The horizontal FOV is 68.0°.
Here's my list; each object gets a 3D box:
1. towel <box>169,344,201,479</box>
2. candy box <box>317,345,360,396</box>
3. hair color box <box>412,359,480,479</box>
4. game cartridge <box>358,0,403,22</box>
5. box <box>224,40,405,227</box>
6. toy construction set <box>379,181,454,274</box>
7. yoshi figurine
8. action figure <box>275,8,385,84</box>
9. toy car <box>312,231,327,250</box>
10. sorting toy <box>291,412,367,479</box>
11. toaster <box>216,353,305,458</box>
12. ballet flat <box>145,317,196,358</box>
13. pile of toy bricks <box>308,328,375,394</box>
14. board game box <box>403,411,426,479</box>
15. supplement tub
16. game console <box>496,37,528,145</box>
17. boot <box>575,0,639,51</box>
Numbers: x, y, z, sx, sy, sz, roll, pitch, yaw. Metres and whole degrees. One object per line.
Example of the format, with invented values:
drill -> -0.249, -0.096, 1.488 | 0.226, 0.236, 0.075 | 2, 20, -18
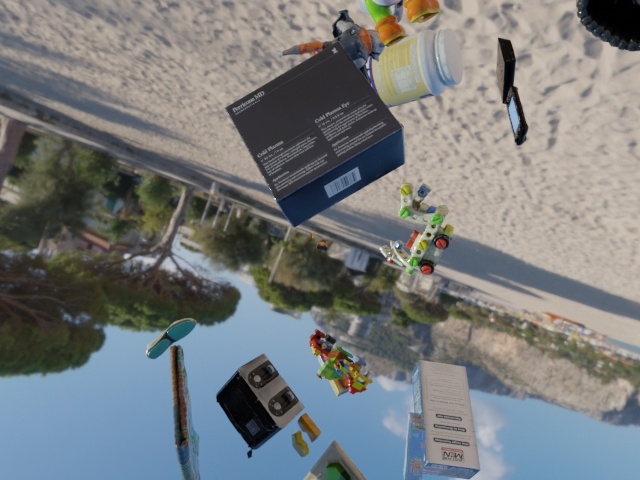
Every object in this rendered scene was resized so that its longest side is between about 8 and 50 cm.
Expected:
towel -> -0.297, 0.456, 1.074 | 0.040, 0.371, 0.272 | -8, -143, -16
candy box -> 0.077, 0.546, 1.997 | 0.109, 0.053, 0.187 | -16, -125, -22
hair color box -> 0.406, 0.586, 1.575 | 0.173, 0.348, 0.105 | 9, 136, -2
game cartridge -> 0.203, -0.922, 1.635 | 0.196, 0.060, 0.294 | 33, 150, 28
box -> -0.010, -0.266, 1.207 | 0.313, 0.343, 0.179 | 61, -179, 22
toy construction set -> 0.302, -0.016, 1.520 | 0.214, 0.328, 0.151 | 29, -135, 12
yoshi figurine -> 0.143, -0.674, 1.151 | 0.362, 0.203, 0.203 | 59, 170, -7
action figure -> 0.068, -0.552, 1.528 | 0.342, 0.329, 0.178 | 63, -167, -9
toy car -> 0.000, 0.000, 2.369 | 0.060, 0.041, 0.122 | -1, 136, 18
sorting toy -> 0.022, 0.577, 1.119 | 0.041, 0.229, 0.307 | -16, -128, -46
toaster -> -0.147, 0.386, 1.123 | 0.168, 0.186, 0.110 | 50, -140, 14
ballet flat -> -0.426, 0.265, 1.338 | 0.057, 0.168, 0.052 | 54, 177, -34
pile of toy bricks -> 0.035, 0.347, 1.320 | 0.212, 0.105, 0.118 | 36, -175, -21
board game box -> 0.232, 0.530, 1.179 | 0.039, 0.160, 0.211 | 5, 171, 10
supplement tub -> 0.358, -0.666, 1.845 | 0.331, 0.241, 0.241 | -6, 165, 35
game console -> 0.654, -0.501, 1.624 | 0.043, 0.362, 0.213 | -10, 153, 15
boot -> 0.677, -0.447, 0.902 | 0.347, 0.131, 0.260 | 19, -136, 20
